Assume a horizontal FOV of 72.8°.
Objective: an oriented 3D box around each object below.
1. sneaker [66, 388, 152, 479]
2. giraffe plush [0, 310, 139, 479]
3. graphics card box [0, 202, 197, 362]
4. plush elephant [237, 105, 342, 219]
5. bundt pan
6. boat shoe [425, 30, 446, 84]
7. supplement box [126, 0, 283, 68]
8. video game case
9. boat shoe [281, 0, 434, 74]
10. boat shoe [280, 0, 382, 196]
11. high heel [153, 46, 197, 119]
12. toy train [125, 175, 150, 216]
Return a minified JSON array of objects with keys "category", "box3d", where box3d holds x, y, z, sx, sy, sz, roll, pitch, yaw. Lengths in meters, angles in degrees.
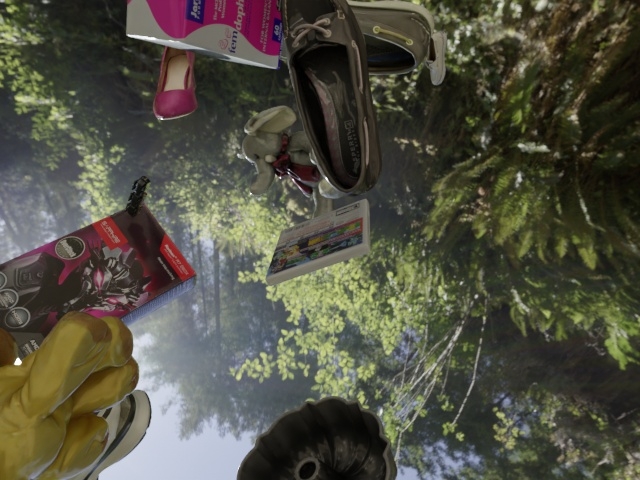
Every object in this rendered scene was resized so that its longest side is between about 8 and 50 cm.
[{"category":"sneaker","box3d":[-0.599,0.480,0.918,0.447,0.257,0.169,-51,-132,1]},{"category":"giraffe plush","box3d":[-0.304,0.148,0.405,0.171,0.181,0.210,16,-138,8]},{"category":"graphics card box","box3d":[-0.490,0.092,0.941,0.371,0.094,0.232,-32,-103,-30]},{"category":"plush elephant","box3d":[-0.088,-0.210,1.117,0.256,0.272,0.329,-3,-100,-8]},{"category":"bundt pan","box3d":[0.000,0.471,0.823,0.331,0.124,0.330,-22,-156,11]},{"category":"boat shoe","box3d":[0.214,-0.340,0.819,0.035,0.100,0.035,-25,-132,-16]},{"category":"supplement box","box3d":[-0.156,-0.331,0.637,0.114,0.111,0.220,20,-159,26]},{"category":"video game case","box3d":[0.000,0.000,0.839,0.202,0.023,0.183,-20,-153,17]},{"category":"boat shoe","box3d":[0.028,-0.333,0.722,0.305,0.109,0.091,8,-118,17]},{"category":"boat shoe","box3d":[0.016,-0.225,0.621,0.112,0.334,0.095,-13,-169,19]},{"category":"high heel","box3d":[-0.274,-0.314,0.811,0.082,0.117,0.244,-4,-143,2]},{"category":"toy train","box3d":[-0.381,-0.091,0.908,0.027,0.158,0.036,41,-126,-10]}]
